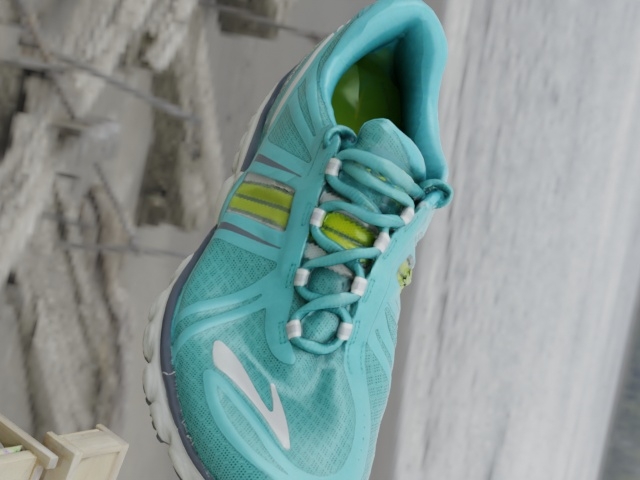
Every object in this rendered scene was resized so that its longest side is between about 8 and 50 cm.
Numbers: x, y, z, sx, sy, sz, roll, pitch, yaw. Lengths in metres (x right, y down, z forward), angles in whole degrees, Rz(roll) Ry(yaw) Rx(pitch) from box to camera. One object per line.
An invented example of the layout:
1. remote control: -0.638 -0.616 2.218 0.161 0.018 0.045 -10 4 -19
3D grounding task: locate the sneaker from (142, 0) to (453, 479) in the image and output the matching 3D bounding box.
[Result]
1. sneaker: 0.000 0.000 0.614 0.110 0.107 0.275 -47 -155 46

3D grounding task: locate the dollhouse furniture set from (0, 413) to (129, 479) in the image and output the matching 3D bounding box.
1. dollhouse furniture set: -0.244 0.187 0.940 0.182 0.101 0.161 0 116 -59
